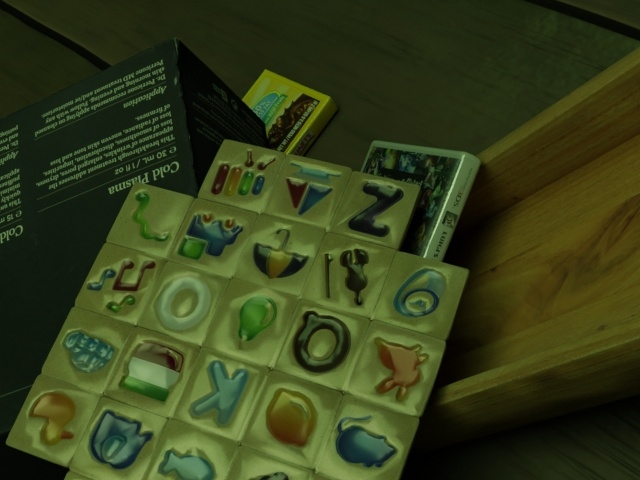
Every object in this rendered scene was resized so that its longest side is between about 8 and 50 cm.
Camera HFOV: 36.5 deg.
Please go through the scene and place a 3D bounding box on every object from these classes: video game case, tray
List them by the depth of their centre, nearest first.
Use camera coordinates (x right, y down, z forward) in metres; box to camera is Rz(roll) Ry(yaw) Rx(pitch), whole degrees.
[{"bbox_3d":[0.166,0.013,0.673,0.411,0.076,0.203,-34,40,55],"label":"tray"},{"bbox_3d":[0.055,0.002,0.823,0.173,0.022,0.190,-69,20,1],"label":"video game case"}]

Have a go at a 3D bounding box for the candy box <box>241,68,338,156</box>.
[{"bbox_3d":[-0.080,-0.083,1.031,0.105,0.027,0.206,28,78,38],"label":"candy box"}]

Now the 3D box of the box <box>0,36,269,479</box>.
[{"bbox_3d":[-0.215,0.039,0.910,0.343,0.179,0.312,-20,61,18],"label":"box"}]

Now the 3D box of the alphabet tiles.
[{"bbox_3d":[-0.061,0.087,0.705,0.285,0.011,0.342,15,68,19],"label":"alphabet tiles"}]
